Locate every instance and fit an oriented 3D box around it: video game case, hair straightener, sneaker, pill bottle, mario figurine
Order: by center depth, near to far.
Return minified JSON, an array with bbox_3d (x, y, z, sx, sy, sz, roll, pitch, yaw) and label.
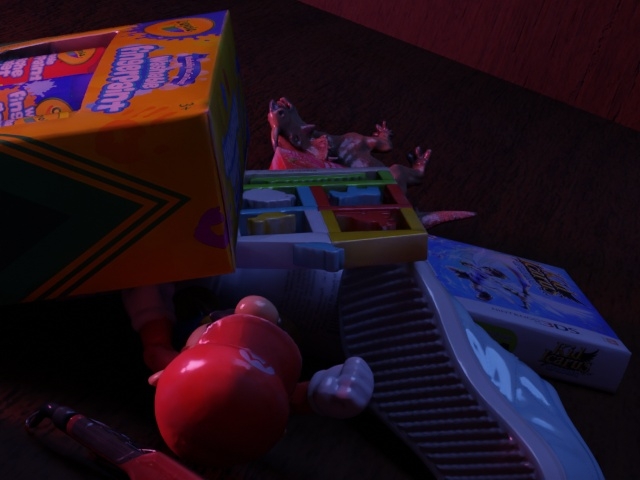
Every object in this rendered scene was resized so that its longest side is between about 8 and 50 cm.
[{"bbox_3d":[-0.149,0.194,1.478,0.230,0.047,0.089,22,-9,25],"label":"hair straightener"},{"bbox_3d":[-0.067,0.089,1.596,0.198,0.170,0.320,-16,8,-2],"label":"mario figurine"},{"bbox_3d":[0.147,0.149,1.729,0.150,0.135,0.366,10,40,-47],"label":"sneaker"},{"bbox_3d":[-0.043,0.049,1.854,0.229,0.131,0.131,14,18,-15],"label":"pill bottle"},{"bbox_3d":[0.222,0.079,2.172,0.244,0.061,0.269,16,17,-16],"label":"video game case"}]

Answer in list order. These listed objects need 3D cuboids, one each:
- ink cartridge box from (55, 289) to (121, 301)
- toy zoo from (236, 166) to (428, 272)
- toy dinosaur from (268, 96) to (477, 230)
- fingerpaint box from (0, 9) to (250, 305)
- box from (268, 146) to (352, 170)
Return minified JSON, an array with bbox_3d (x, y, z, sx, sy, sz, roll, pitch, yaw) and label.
[{"bbox_3d":[-0.256,0.018,1.851,0.088,0.052,0.122,30,21,29],"label":"ink cartridge box"},{"bbox_3d":[-0.004,-0.020,1.760,0.192,0.030,0.293,-2,18,-7],"label":"toy zoo"},{"bbox_3d":[0.050,-0.069,2.351,0.295,0.127,0.200,35,27,8],"label":"toy dinosaur"},{"bbox_3d":[-0.265,-0.089,1.740,0.371,0.163,0.445,-8,18,3],"label":"fingerpaint box"},{"bbox_3d":[0.000,0.000,2.055,0.122,0.128,0.257,15,18,-14],"label":"box"}]
